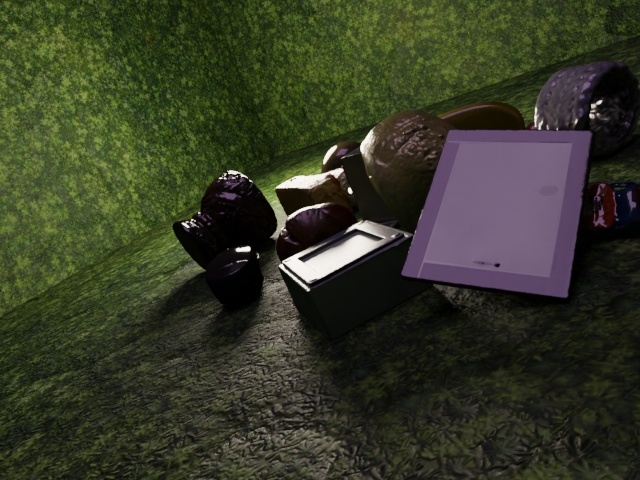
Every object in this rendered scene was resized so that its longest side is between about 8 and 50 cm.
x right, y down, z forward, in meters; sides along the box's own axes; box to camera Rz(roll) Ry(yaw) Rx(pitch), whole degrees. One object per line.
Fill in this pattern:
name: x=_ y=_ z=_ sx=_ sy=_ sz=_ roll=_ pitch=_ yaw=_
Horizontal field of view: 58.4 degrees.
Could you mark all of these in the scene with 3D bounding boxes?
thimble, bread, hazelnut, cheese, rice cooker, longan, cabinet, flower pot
thimble: x=0.091 y=-0.174 z=1.886 sx=0.191 sy=0.137 sz=0.144 roll=-17 pitch=5 yaw=-42
bread: x=0.241 y=-0.149 z=1.261 sx=0.237 sy=0.320 sz=0.320 roll=-37 pitch=14 yaw=7
hazelnut: x=0.000 y=0.000 z=1.345 sx=0.204 sy=0.178 sz=0.178 roll=-52 pitch=6 yaw=19
cheese: x=0.393 y=-0.056 z=1.024 sx=0.330 sy=0.129 sz=0.216 roll=0 pitch=56 yaw=25
rice cooker: x=-0.215 y=0.087 z=1.455 sx=0.142 sy=0.118 sz=0.203 roll=-22 pitch=16 yaw=5
bread: x=-0.008 y=-0.089 z=1.578 sx=0.114 sy=0.184 sz=0.275 roll=-32 pitch=16 yaw=-16
longan: x=0.099 y=-0.280 z=2.139 sx=0.212 sy=0.198 sz=0.198 roll=-32 pitch=18 yaw=-28
thimble: x=0.649 y=-0.314 z=1.394 sx=0.245 sy=0.217 sz=0.157 roll=-43 pitch=20 yaw=-17
cabinet: x=0.178 y=-0.173 z=1.606 sx=0.150 sy=0.206 sz=0.145 roll=-7 pitch=22 yaw=45
flower pot: x=-0.320 y=-0.052 z=1.874 sx=0.267 sy=0.266 sz=0.267 roll=-41 pitch=21 yaw=-21

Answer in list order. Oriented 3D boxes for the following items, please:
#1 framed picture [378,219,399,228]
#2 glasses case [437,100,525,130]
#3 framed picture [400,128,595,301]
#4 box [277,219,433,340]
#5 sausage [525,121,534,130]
framed picture: x=0.055 y=0.016 z=1.503 sx=0.274 sy=0.017 sz=0.217 roll=-11 pitch=19 yaw=39
glasses case: x=0.457 y=-0.337 z=1.833 sx=0.372 sy=0.173 sz=0.141 roll=-17 pitch=12 yaw=22
framed picture: x=0.305 y=-0.062 z=0.972 sx=0.265 sy=0.016 sz=0.346 roll=6 pitch=57 yaw=27
box: x=0.058 y=0.065 z=1.133 sx=0.225 sy=0.117 sz=0.225 roll=-27 pitch=16 yaw=-13
sausage: x=0.704 y=-0.342 z=1.683 sx=0.198 sy=0.076 sz=0.076 roll=-19 pitch=15 yaw=11
